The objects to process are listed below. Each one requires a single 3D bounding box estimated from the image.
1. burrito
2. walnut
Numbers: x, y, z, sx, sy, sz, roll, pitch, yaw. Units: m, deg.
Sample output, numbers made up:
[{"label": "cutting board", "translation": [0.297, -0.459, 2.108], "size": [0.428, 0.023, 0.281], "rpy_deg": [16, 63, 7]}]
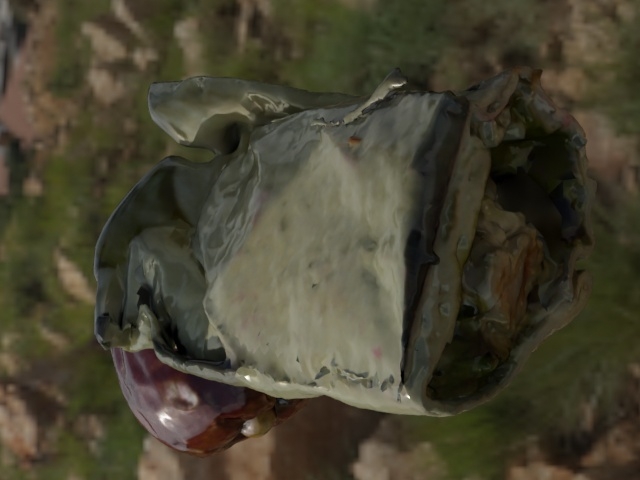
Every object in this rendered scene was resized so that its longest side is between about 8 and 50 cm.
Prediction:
[{"label": "burrito", "translation": [0.002, -0.003, 0.996], "size": [0.332, 0.135, 0.190], "rpy_deg": [4, 83, 51]}, {"label": "walnut", "translation": [-0.100, 0.062, 1.662], "size": [0.244, 0.222, 0.269], "rpy_deg": [-49, 63, 41]}]
